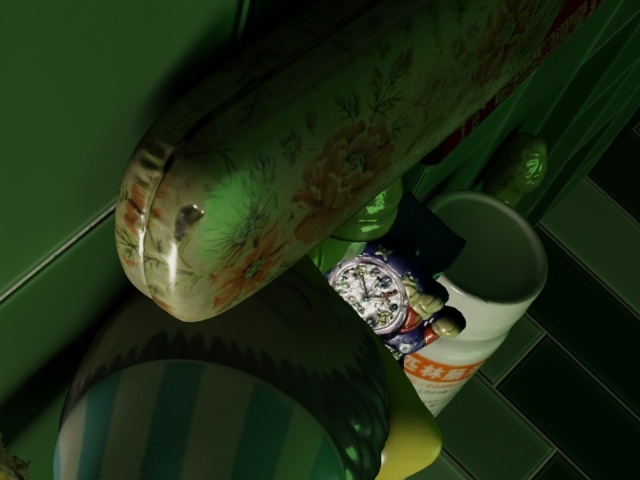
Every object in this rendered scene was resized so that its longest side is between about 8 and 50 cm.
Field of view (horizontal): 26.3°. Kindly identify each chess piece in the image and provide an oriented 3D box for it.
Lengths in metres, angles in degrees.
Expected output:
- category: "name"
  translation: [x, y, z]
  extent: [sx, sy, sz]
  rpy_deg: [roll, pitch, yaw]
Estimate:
- category: "chess piece"
  translation: [0.046, -0.100, 1.108]
  extent: [0.090, 0.090, 0.200]
  rpy_deg: [-36, 154, -46]

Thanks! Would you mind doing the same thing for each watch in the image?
- category: "watch"
  translation: [0.078, 0.050, 1.612]
  extent: [0.196, 0.171, 0.200]
  rpy_deg: [-38, -174, 28]

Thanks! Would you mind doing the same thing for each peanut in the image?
- category: "peanut"
  translation: [0.295, -0.098, 2.085]
  extent: [0.080, 0.080, 0.174]
  rpy_deg: [-40, 168, -30]

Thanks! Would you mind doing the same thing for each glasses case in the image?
- category: "glasses case"
  translation: [0.031, -0.101, 0.913]
  extent: [0.425, 0.098, 0.156]
  rpy_deg: [-40, 154, -34]

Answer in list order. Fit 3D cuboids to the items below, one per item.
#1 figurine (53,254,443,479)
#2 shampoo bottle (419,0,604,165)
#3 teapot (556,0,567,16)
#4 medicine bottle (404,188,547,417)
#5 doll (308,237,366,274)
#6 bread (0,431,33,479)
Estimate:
- category: "figurine"
  translation: [-0.131, 0.193, 1.006]
  extent: [0.377, 0.266, 0.361]
  rpy_deg: [-19, 143, -59]
- category: "shampoo bottle"
  translation: [0.187, -0.199, 1.260]
  extent: [0.314, 0.076, 0.118]
  rpy_deg: [-44, 169, -14]
- category: "teapot"
  translation: [0.160, -0.224, 1.087]
  extent: [0.098, 0.078, 0.129]
  rpy_deg: [-97, -156, -48]
- category: "medicine bottle"
  translation: [0.153, 0.109, 1.945]
  extent: [0.211, 0.211, 0.371]
  rpy_deg: [-38, 167, -39]
- category: "doll"
  translation: [0.000, 0.000, 1.318]
  extent: [0.106, 0.062, 0.162]
  rpy_deg: [-48, 170, 33]
- category: "bread"
  translation: [-0.276, 0.232, 1.024]
  extent: [0.173, 0.085, 0.134]
  rpy_deg: [-45, 173, -14]
